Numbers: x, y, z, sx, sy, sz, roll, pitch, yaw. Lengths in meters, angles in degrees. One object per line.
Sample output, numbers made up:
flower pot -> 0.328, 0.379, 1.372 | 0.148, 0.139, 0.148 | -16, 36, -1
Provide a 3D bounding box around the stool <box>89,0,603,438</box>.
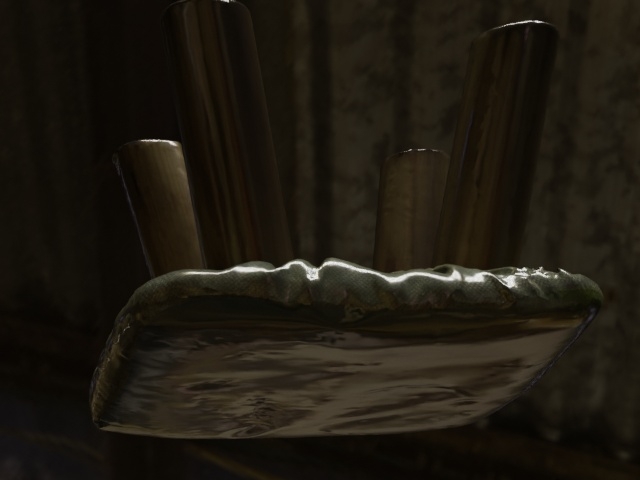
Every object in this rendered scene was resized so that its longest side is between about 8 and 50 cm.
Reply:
stool -> 0.000, 0.000, 1.084 | 0.310, 0.226, 0.310 | 1, -21, -16
